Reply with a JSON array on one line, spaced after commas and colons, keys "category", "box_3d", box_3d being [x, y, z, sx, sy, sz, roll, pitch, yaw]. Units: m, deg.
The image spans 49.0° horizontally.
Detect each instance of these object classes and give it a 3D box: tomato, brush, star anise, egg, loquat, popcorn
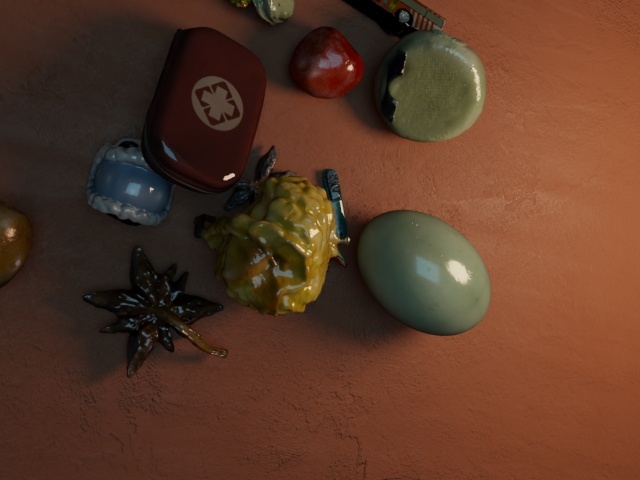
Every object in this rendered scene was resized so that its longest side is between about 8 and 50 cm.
[{"category": "tomato", "box_3d": [0.015, -0.438, 1.765, 0.187, 0.151, 0.187, -2, 99, -16]}, {"category": "brush", "box_3d": [0.042, -0.094, 1.850, 0.043, 0.032, 0.194, -12, 95, -14]}, {"category": "star anise", "box_3d": [-0.150, -0.129, 1.783, 0.208, 0.063, 0.172, -29, 104, -12]}, {"category": "egg", "box_3d": [0.264, 0.083, 1.790, 0.389, 0.276, 0.276, 40, 83, -11]}, {"category": "star anise", "box_3d": [-0.393, 0.180, 1.716, 0.292, 0.109, 0.350, -25, 100, -7]}, {"category": "loquat", "box_3d": [-0.755, 0.016, 1.581, 0.179, 0.179, 0.227, 34, 93, -14]}, {"category": "popcorn", "box_3d": [-0.131, 0.006, 1.668, 0.381, 0.349, 0.349, 13, 90, 10]}]

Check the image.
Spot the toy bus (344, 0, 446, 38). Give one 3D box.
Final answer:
[{"category": "toy bus", "box_3d": [0.134, -0.628, 1.814, 0.408, 0.093, 0.092, 28, 78, -15]}]

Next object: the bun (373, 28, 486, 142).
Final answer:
[{"category": "bun", "box_3d": [0.285, -0.406, 1.813, 0.293, 0.187, 0.293, 6, 124, 9]}]

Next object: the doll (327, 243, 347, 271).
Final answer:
[{"category": "doll", "box_3d": [0.000, 0.000, 1.834, 0.109, 0.057, 0.169, -13, 84, 6]}]

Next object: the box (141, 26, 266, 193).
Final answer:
[{"category": "box", "box_3d": [-0.266, -0.307, 1.648, 0.263, 0.108, 0.404, 24, 65, -29]}]

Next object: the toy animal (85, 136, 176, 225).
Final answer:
[{"category": "toy animal", "box_3d": [-0.440, -0.140, 1.662, 0.208, 0.156, 0.204, 20, 92, -18]}]

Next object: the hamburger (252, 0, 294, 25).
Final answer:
[{"category": "hamburger", "box_3d": [-0.113, -0.602, 1.734, 0.062, 0.140, 0.133, 6, 90, 29]}]

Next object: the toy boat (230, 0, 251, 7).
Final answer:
[{"category": "toy boat", "box_3d": [-0.203, -0.723, 1.721, 0.140, 0.099, 0.318, -4, 91, -18]}]
